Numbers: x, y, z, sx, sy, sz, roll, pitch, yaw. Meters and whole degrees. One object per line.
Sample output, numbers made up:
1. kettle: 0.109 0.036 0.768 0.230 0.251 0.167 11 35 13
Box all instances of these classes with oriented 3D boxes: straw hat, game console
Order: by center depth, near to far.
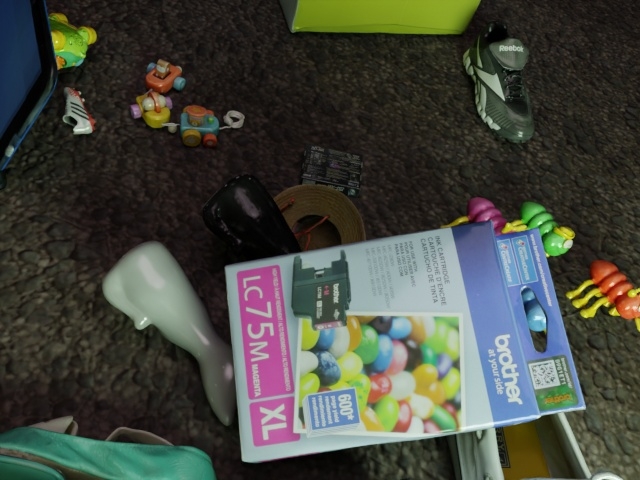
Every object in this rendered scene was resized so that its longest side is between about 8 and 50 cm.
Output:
1. game console: -0.451 -0.215 0.772 0.250 0.173 0.293 -10 56 -21
2. straw hat: 0.000 0.000 0.785 0.144 0.144 0.061 46 16 20

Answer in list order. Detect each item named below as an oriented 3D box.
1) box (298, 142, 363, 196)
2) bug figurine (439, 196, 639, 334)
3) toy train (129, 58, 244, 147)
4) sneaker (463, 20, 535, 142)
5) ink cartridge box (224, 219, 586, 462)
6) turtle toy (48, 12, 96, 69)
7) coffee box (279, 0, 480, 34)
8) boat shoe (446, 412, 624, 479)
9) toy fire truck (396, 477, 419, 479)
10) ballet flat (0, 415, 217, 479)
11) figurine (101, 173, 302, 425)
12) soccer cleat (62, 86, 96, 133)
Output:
1. box: 0.015 -0.098 0.895 0.083 0.018 0.067 11 52 -6
2. bug figurine: 0.272 0.028 0.779 0.279 0.072 0.216 0 44 -38
3. toy train: -0.192 -0.199 0.904 0.166 0.046 0.125 31 53 11
4. sneaker: 0.291 -0.263 1.032 0.078 0.106 0.234 0 54 -13
5. ink cartridge box: 0.073 0.089 0.602 0.311 0.065 0.186 -9 71 3
6. turtle toy: -0.384 -0.278 0.903 0.130 0.066 0.095 26 27 8
7. coffee box: 0.100 -0.581 1.078 0.338 0.337 0.334 -4 55 -17
8. boat shoe: 0.213 0.252 0.590 0.136 0.156 0.367 4 52 -11
9. toy fire truck: 0.051 0.341 0.503 0.217 0.158 0.246 -21 73 -27
10. ballet flat: -0.212 0.205 0.584 0.247 0.083 0.087 12 28 -5
11. figurine: -0.087 0.063 0.699 0.215 0.092 0.209 -38 74 -24
12. soccer cleat: -0.329 -0.173 0.862 0.035 0.029 0.083 -23 66 -32
